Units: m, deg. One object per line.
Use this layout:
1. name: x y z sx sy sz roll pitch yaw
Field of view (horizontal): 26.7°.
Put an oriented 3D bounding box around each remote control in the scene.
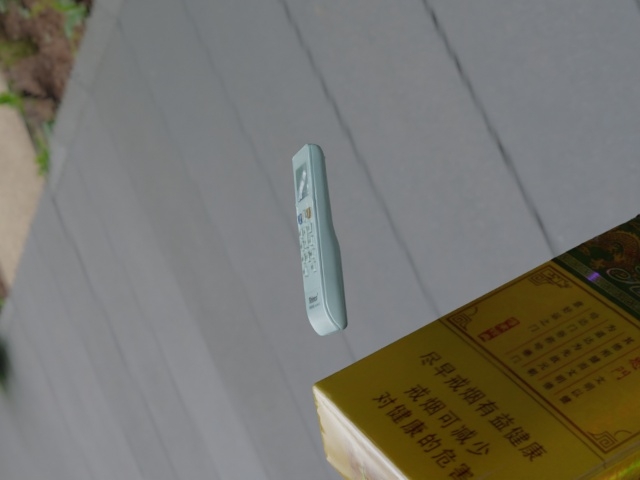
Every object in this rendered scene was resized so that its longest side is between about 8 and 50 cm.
1. remote control: 0.000 0.000 1.168 0.061 0.029 0.162 152 114 -72

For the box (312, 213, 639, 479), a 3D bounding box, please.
1. box: 0.237 0.148 1.272 0.264 0.415 0.116 39 148 48
